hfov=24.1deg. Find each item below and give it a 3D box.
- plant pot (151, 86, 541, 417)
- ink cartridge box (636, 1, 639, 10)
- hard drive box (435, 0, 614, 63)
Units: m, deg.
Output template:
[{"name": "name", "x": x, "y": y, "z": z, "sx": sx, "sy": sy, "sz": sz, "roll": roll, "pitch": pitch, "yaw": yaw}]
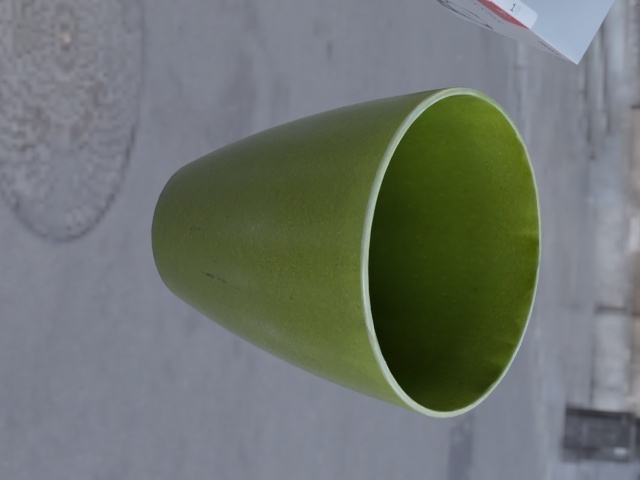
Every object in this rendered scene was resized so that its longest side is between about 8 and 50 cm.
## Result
[{"name": "plant pot", "x": 0.000, "y": 0.000, "z": 1.329, "sx": 0.274, "sy": 0.293, "sz": 0.275, "roll": -9, "pitch": 101, "yaw": -52}, {"name": "ink cartridge box", "x": 0.531, "y": -0.268, "z": 1.997, "sx": 0.176, "sy": 0.127, "sz": 0.128, "roll": 53, "pitch": 7, "yaw": -18}, {"name": "hard drive box", "x": 0.187, "y": -0.304, "z": 1.701, "sx": 0.181, "sy": 0.232, "sz": 0.089, "roll": 27, "pitch": 94, "yaw": -37}]
